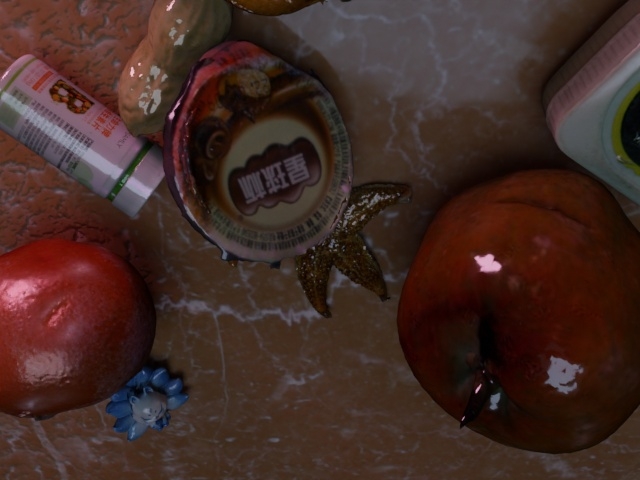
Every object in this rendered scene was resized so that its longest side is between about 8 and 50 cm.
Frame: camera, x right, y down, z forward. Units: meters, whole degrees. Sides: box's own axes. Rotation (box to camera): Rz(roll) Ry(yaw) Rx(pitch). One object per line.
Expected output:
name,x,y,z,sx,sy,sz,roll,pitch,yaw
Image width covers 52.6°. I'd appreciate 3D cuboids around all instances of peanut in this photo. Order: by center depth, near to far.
peanut,-0.148,-0.184,0.645,0.082,0.082,0.187,30,117,-14

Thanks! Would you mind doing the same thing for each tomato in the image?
tomato,-0.299,0.092,0.743,0.232,0.232,0.188,-12,102,11

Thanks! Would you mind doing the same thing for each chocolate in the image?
chocolate,-0.088,-0.081,0.661,0.147,0.221,0.221,2,132,52

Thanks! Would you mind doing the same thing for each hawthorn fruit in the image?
hawthorn fruit,0.210,0.085,0.654,0.268,0.301,0.267,18,134,20

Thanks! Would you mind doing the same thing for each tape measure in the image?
tape measure,0.359,-0.131,0.630,0.235,0.115,0.207,29,124,-17

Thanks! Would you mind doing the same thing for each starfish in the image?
starfish,0.000,0.001,0.771,0.241,0.043,0.227,-14,118,15

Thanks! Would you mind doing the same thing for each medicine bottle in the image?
medicine bottle,-0.255,-0.110,0.694,0.183,0.086,0.086,36,117,-17

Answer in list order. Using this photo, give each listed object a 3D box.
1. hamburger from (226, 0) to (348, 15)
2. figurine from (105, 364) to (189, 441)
hamburger,-0.044,-0.291,0.555,0.191,0.118,0.181,-6,117,4
figurine,-0.246,0.213,0.889,0.114,0.079,0.114,-10,116,-20
